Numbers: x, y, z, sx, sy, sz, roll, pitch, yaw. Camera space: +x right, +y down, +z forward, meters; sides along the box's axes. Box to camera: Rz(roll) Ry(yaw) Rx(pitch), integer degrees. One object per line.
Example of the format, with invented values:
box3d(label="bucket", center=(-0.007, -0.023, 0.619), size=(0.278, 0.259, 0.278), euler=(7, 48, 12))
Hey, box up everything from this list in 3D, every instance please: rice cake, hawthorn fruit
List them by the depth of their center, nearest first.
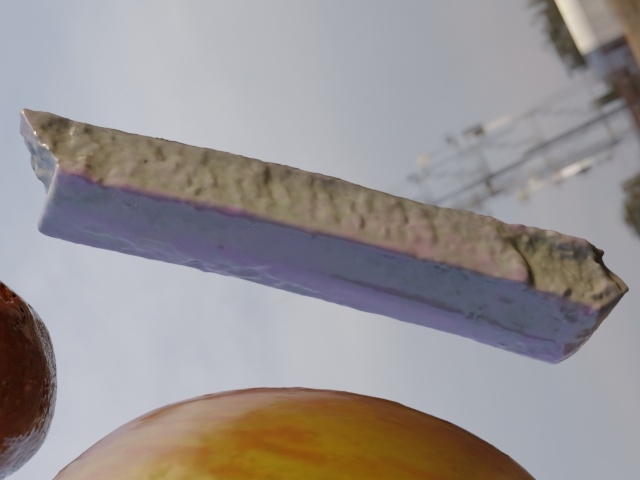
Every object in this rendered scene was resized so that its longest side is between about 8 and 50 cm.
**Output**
box3d(label="rice cake", center=(0.000, 0.000, 1.057), size=(0.073, 0.365, 0.056), euler=(115, 166, -47))
box3d(label="hawthorn fruit", center=(-0.315, 0.125, 1.584), size=(0.299, 0.211, 0.211), euler=(42, -155, -69))

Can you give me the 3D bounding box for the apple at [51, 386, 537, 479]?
box3d(label="apple", center=(0.000, 0.202, 0.651), size=(0.301, 0.301, 0.301), euler=(59, -167, -23))
